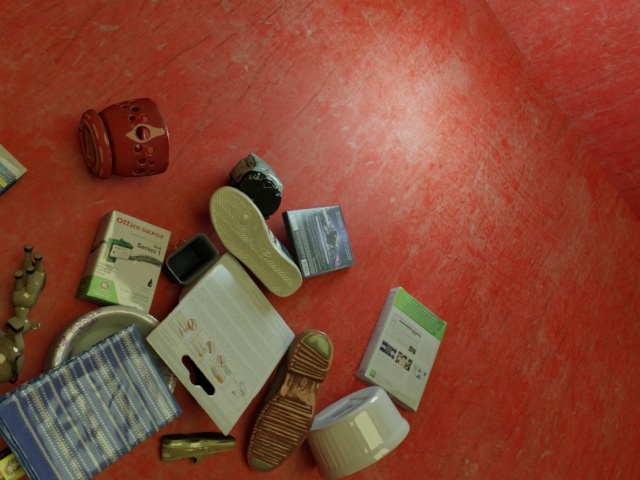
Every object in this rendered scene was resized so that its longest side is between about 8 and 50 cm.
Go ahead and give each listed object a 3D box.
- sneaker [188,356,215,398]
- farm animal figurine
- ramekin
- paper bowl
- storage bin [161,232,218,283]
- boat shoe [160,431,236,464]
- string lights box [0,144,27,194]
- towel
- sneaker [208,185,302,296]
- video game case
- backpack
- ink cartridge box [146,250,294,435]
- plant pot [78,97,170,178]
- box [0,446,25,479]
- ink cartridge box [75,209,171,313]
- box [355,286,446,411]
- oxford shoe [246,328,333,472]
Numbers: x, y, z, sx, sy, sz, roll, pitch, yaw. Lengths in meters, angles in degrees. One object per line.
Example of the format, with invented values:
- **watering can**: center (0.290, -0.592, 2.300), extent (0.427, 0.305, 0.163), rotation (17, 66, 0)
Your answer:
- **sneaker**: center (-0.301, 0.335, 1.678), extent (0.217, 0.079, 0.121), rotation (49, 56, -18)
- **farm animal figurine**: center (-0.700, 0.175, 1.371), extent (0.330, 0.172, 0.327), rotation (-16, 48, -37)
- **ramekin**: center (0.090, 0.512, 1.802), extent (0.277, 0.277, 0.135), rotation (-27, 87, -36)
- **paper bowl**: center (-0.483, 0.296, 1.517), extent (0.284, 0.148, 0.284), rotation (8, 75, -34)
- **storage bin**: center (-0.349, 0.050, 1.703), extent (0.135, 0.091, 0.098), rotation (-44, 103, -35)
- **boat shoe**: center (-0.305, 0.520, 1.651), extent (0.190, 0.068, 0.072), rotation (7, 88, -24)
- **string lights box**: center (-0.787, -0.108, 1.439), extent (0.133, 0.077, 0.259), rotation (47, 57, -19)
- **towel**: center (-0.479, 0.357, 1.393), extent (0.336, 0.040, 0.243), rotation (-32, 98, -35)
- **sneaker**: center (-0.187, -0.002, 1.787), extent (0.131, 0.148, 0.350), rotation (-34, 112, -4)
- **video game case**: center (0.000, 0.000, 1.953), extent (0.274, 0.026, 0.196), rotation (-10, 85, -55)
- **backpack**: center (-0.177, -0.159, 1.819), extent (0.115, 0.182, 0.152), rotation (-39, 122, 3)
- **ink cartridge box**: center (-0.253, 0.250, 1.659), extent (0.308, 0.091, 0.385), rotation (55, 38, -14)
- **plant pot**: center (-0.480, -0.242, 1.619), extent (0.174, 0.191, 0.191), rotation (-18, 90, -32)
- **box**: center (-0.703, 0.501, 1.355), extent (0.232, 0.087, 0.058), rotation (-32, 100, -37)
- **ink cartridge box**: center (-0.475, 0.056, 1.611), extent (0.160, 0.092, 0.219), rotation (22, 68, -30)
- **box**: center (0.261, 0.342, 2.091), extent (0.232, 0.058, 0.322), rotation (39, 61, -22)
- **oxford shoe**: center (-0.081, 0.425, 1.781), extent (0.140, 0.146, 0.397), rotation (29, 84, -10)
